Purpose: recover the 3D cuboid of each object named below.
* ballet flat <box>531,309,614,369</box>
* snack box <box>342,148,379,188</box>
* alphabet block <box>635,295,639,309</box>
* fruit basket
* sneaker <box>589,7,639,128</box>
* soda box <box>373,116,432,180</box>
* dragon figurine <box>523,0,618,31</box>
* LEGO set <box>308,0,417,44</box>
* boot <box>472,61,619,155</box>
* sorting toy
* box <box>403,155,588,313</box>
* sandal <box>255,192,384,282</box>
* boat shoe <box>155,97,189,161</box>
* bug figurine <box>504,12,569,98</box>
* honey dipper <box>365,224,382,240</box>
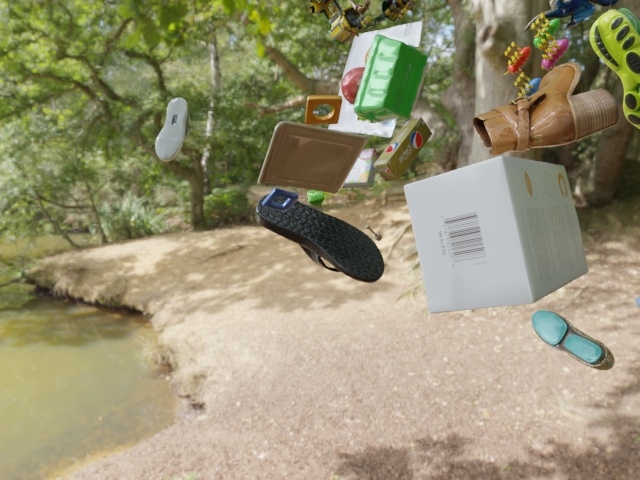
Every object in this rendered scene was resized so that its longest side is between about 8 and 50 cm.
[{"bbox_3d":[0.540,0.218,1.037,0.067,0.073,0.206,31,10,-22],"label":"ballet flat"},{"bbox_3d":[0.083,-0.193,1.311,0.141,0.100,0.037,2,-17,36],"label":"snack box"},{"bbox_3d":[0.908,0.161,1.108,0.193,0.197,0.192,-37,-4,-6],"label":"alphabet block"},{"bbox_3d":[0.165,-0.484,1.484,0.165,0.327,0.353,13,7,-27],"label":"fruit basket"},{"bbox_3d":[0.694,-0.368,1.033,0.123,0.295,0.109,-41,14,-26],"label":"sneaker"},{"bbox_3d":[0.218,-0.240,1.274,0.181,0.061,0.058,-53,27,-21],"label":"soda box"},{"bbox_3d":[0.806,-0.729,1.527,0.289,0.144,0.085,-39,8,5],"label":"dragon figurine"},{"bbox_3d":[0.129,-0.644,1.159,0.331,0.255,0.192,-29,6,-34],"label":"LEGO set"},{"bbox_3d":[0.414,-0.252,0.957,0.220,0.109,0.283,-15,35,13],"label":"boot"},{"bbox_3d":[-0.019,-0.176,0.996,0.196,0.047,0.348,3,-33,-19],"label":"sorting toy"},{"bbox_3d":[0.320,-0.014,0.844,0.168,0.215,0.345,-14,-5,40],"label":"box"},{"bbox_3d":[0.000,-0.002,1.507,0.445,0.107,0.167,31,53,11],"label":"sandal"},{"bbox_3d":[-0.432,-0.323,1.451,0.077,0.219,0.070,5,-25,6],"label":"boat shoe"},{"bbox_3d":[0.623,-0.521,1.404,0.072,0.216,0.279,20,48,-11],"label":"bug figurine"},{"bbox_3d":[0.210,-0.031,1.928,0.030,0.030,0.160,3,-13,26],"label":"honey dipper"}]
